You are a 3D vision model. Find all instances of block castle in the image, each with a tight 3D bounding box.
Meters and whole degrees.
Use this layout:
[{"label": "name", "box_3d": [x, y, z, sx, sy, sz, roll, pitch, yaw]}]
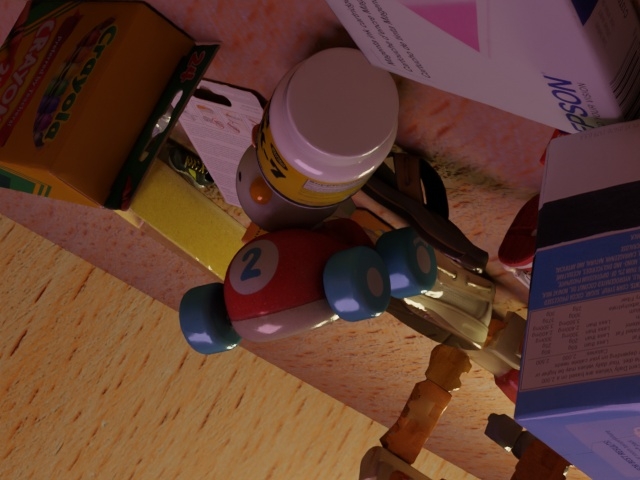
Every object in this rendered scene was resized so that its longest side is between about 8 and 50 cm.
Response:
[{"label": "block castle", "box_3d": [0.256, 0.257, 2.108, 0.213, 0.303, 0.453, 35, 170, -17]}]

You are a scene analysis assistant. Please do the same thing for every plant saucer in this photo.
[{"label": "plant saucer", "box_3d": [-0.232, -0.060, 2.370, 0.332, 0.081, 0.333, 31, 174, 44]}]

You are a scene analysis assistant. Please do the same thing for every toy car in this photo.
[{"label": "toy car", "box_3d": [-0.035, -0.027, 1.808, 0.219, 0.238, 0.210, -15, -177, 31]}]

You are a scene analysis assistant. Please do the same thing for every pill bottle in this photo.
[{"label": "pill bottle", "box_3d": [0.007, -0.103, 1.615, 0.119, 0.119, 0.208, 29, 168, -2]}]

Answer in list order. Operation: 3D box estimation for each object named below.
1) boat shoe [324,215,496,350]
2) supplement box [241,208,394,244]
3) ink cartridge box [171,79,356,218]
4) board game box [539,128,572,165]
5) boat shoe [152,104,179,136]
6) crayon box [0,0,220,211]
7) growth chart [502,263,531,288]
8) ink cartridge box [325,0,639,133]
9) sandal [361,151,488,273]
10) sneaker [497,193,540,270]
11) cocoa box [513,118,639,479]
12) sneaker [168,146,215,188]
[{"label": "boat shoe", "box_3d": [0.098, 0.031, 2.026, 0.109, 0.098, 0.302, 8, 162, 47]}, {"label": "supplement box", "box_3d": [0.000, 0.000, 2.189, 0.080, 0.078, 0.233, 39, 164, -31]}, {"label": "ink cartridge box", "box_3d": [-0.076, -0.114, 1.988, 0.181, 0.056, 0.225, 18, 146, 42]}, {"label": "board game box", "box_3d": [0.296, -0.030, 1.443, 0.193, 0.045, 0.146, 34, 167, -29]}, {"label": "boat shoe", "box_3d": [-0.234, -0.136, 2.127, 0.079, 0.081, 0.227, 33, 168, -21]}, {"label": "crayon box", "box_3d": [-0.256, -0.147, 1.836, 0.081, 0.202, 0.318, 36, 165, -34]}, {"label": "growth chart", "box_3d": [0.330, 0.088, 1.945, 0.237, 0.021, 0.172, 17, 165, 42]}, {"label": "ink cartridge box", "box_3d": [0.055, -0.197, 1.225, 0.330, 0.071, 0.324, 20, 167, 29]}, {"label": "sandal", "box_3d": [0.097, -0.049, 1.763, 0.090, 0.060, 0.219, 22, -163, -50]}, {"label": "sneaker", "box_3d": [0.259, 0.017, 1.638, 0.128, 0.087, 0.221, 33, 169, -15]}, {"label": "cocoa box", "box_3d": [0.329, 0.085, 1.248, 0.231, 0.228, 0.347, -13, 143, 38]}, {"label": "sneaker", "box_3d": [-0.164, -0.098, 2.279, 0.035, 0.031, 0.083, -5, 150, 35]}]
